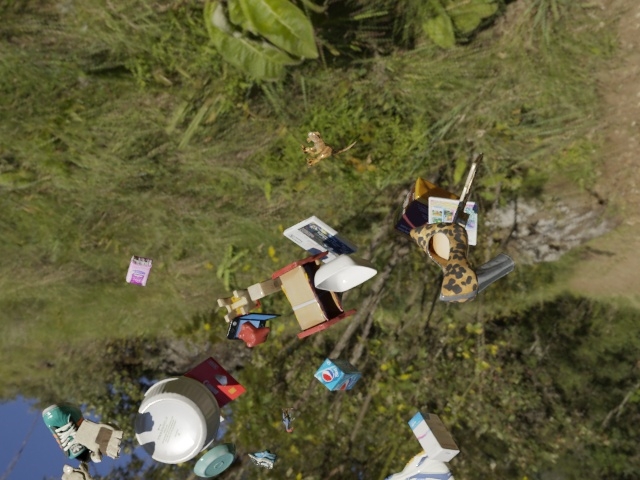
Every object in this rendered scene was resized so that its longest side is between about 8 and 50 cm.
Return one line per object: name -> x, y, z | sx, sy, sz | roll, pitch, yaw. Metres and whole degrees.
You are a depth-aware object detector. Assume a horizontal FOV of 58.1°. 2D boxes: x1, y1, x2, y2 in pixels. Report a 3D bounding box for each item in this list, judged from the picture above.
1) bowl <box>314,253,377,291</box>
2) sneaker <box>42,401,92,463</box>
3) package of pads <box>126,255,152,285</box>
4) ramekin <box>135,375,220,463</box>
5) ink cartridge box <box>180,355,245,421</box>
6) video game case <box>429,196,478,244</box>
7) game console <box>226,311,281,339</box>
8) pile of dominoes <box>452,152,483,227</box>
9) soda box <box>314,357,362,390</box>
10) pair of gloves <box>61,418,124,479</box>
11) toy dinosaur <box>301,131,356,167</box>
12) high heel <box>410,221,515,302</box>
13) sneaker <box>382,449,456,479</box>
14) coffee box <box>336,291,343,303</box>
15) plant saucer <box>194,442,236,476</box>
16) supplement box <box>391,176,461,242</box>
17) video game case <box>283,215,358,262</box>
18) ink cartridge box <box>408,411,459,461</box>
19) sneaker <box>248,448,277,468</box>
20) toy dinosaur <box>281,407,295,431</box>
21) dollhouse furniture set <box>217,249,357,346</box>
bowl -> 0.064, 0.082, 1.544 | 0.142, 0.142, 0.053 | 15, -128, -50
sneaker -> -0.827, 0.648, 1.926 | 0.121, 0.108, 0.302 | 51, 159, 35
package of pads -> -0.446, 0.074, 1.417 | 0.050, 0.083, 0.032 | 16, -134, -16
ramekin -> -0.468, 0.588, 1.858 | 0.273, 0.272, 0.127 | 33, -174, -1
ink cartridge box -> -0.448, 0.601, 2.193 | 0.066, 0.261, 0.296 | 55, 177, 46
video game case -> 0.422, -0.064, 1.835 | 0.157, 0.143, 0.019 | 10, -152, 30
game console -> -0.220, 0.285, 1.905 | 0.144, 0.124, 0.085 | 12, -172, -42
pile of dominoes -> 0.387, -0.101, 1.487 | 0.040, 0.251, 0.196 | 22, -151, 15
soda box -> 0.058, 0.413, 1.775 | 0.071, 0.067, 0.210 | 38, -178, 23
pair of gloves -> -0.684, 0.664, 1.726 | 0.204, 0.240, 0.042 | -3, 149, 32
toy dinosaur -> 0.014, -0.246, 1.579 | 0.211, 0.112, 0.064 | 3, -108, -64
high heel -> 0.235, 0.039, 1.178 | 0.261, 0.186, 0.093 | 27, 131, 46
sneaker -> 0.253, 0.719, 1.627 | 0.112, 0.296, 0.131 | 21, -152, -44
coffee box -> 0.025, 0.300, 2.802 | 0.098, 0.246, 0.141 | 30, -145, 33
plant saucer -> -0.265, 0.568, 1.473 | 0.021, 0.119, 0.119 | 45, -172, 36
supplement box -> 0.400, -0.095, 2.161 | 0.191, 0.194, 0.129 | 25, -141, -8
video game case -> 0.000, 0.000, 1.869 | 0.190, 0.022, 0.173 | 35, 148, -23
ink cartridge box -> 0.308, 0.534, 1.565 | 0.089, 0.052, 0.122 | 23, -158, -39
sneaker -> -0.253, 0.971, 2.576 | 0.162, 0.073, 0.063 | -4, 119, 42
toy dinosaur -> -0.114, 0.649, 2.078 | 0.047, 0.082, 0.090 | -4, 163, 0
dollhouse furniture set -> -0.107, 0.194, 1.694 | 0.152, 0.374, 0.201 | -17, -98, -50
